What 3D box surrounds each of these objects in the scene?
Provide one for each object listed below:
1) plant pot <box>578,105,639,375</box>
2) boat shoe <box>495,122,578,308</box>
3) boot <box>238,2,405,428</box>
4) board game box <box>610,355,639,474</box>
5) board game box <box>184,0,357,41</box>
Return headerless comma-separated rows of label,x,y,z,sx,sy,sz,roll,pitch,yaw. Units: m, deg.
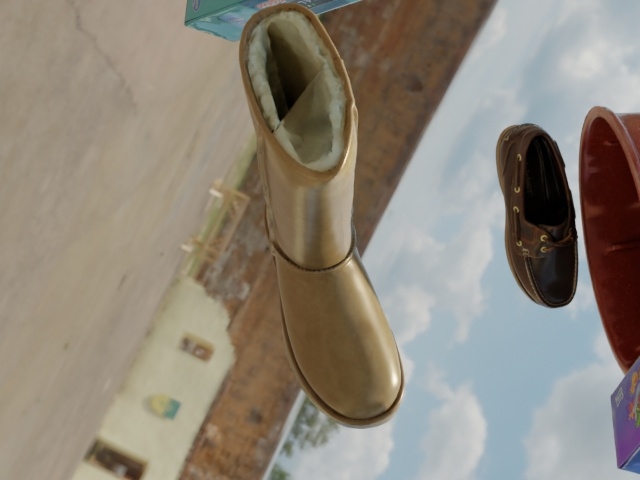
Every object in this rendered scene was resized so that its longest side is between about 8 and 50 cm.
plant pot,0.412,-0.014,1.019,0.272,0.264,0.273,-8,90,-88
boat shoe,0.233,-0.021,1.117,0.073,0.073,0.207,-151,-138,-72
boot,0.000,0.000,0.772,0.089,0.236,0.269,-21,159,-9
board game box,0.388,0.063,0.734,0.078,0.233,0.347,-79,-172,-49
board game box,-0.015,-0.379,1.165,0.336,0.079,0.254,-3,-102,50
